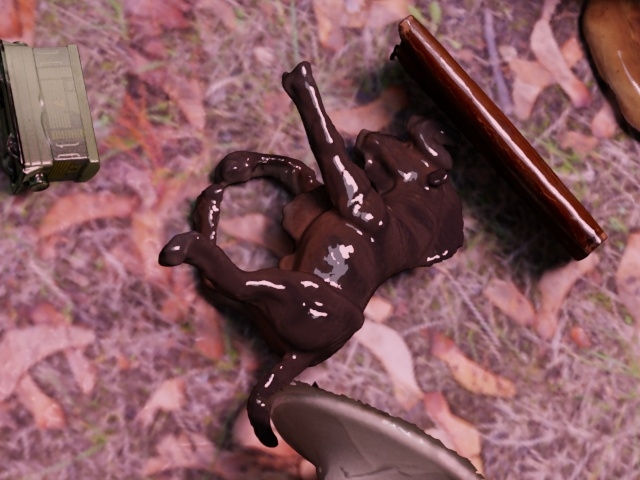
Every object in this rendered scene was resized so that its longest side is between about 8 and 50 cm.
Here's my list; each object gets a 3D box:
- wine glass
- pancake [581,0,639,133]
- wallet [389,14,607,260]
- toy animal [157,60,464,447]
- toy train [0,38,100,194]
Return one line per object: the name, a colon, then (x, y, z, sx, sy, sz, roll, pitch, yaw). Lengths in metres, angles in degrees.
wine glass: (-0.032, 0.234, 0.899, 0.143, 0.143, 0.321, 29, 70, -6)
pancake: (0.290, -0.128, 1.207, 0.235, 0.029, 0.212, -2, 70, -16)
wallet: (0.109, -0.061, 1.088, 0.026, 0.095, 0.176, -42, 84, -2)
toy animal: (0.000, 0.000, 1.035, 0.148, 0.084, 0.232, 35, 60, -4)
toy train: (-0.161, -0.074, 1.036, 0.056, 0.038, 0.093, -6, 72, -22)
